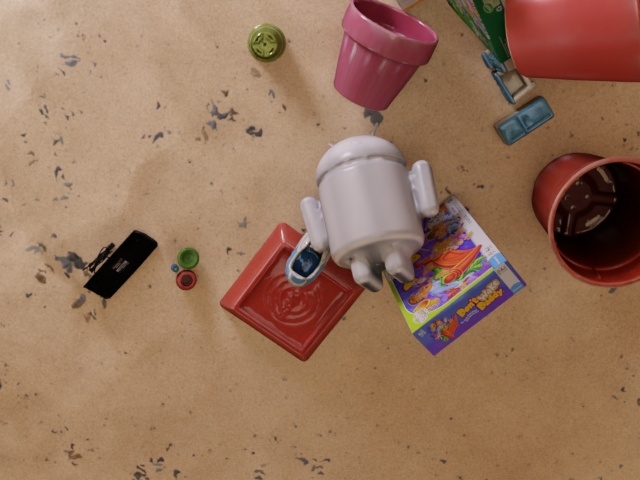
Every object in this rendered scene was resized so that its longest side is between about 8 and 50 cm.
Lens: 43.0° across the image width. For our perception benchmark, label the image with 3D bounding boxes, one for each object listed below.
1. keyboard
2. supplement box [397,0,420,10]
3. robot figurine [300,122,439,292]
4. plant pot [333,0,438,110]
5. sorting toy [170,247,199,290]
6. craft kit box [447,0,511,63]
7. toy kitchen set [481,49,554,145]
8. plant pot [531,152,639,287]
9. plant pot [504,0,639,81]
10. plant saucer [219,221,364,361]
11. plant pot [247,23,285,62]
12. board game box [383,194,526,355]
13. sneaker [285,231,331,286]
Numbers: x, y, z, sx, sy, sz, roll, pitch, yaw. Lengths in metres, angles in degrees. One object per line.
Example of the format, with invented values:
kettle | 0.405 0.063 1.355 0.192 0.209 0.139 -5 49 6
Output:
keyboard | -0.473 0.045 1.886 0.192 0.038 0.100 -46 125 10
supplement box | 0.177 -0.540 1.700 0.062 0.036 0.098 -29 133 7
robot figurine | 0.102 -0.073 1.730 0.300 0.200 0.353 -15 70 13
plant pot | 0.119 -0.380 1.696 0.201 0.201 0.180 22 121 -7
sorting toy | -0.317 0.064 1.888 0.061 0.042 0.101 5 94 -18
craft kit box | 0.278 -0.500 1.577 0.061 0.246 0.250 -31 137 11
toy kitchen set | 0.408 -0.309 1.723 0.122 0.166 0.207 -34 104 8
plant pot | 0.585 -0.069 1.745 0.273 0.265 0.272 0 106 -2
plant pot | 0.488 -0.413 1.503 0.243 0.275 0.274 -2 109 32
plant saucer | -0.063 0.131 1.904 0.259 0.047 0.258 36 102 -10
plant pot | -0.116 -0.418 1.728 0.083 0.079 0.083 -1 106 -2
board game box | 0.264 0.063 1.730 0.233 0.347 0.078 -39 114 9
sneaker | 0.000 0.000 1.822 0.085 0.086 0.237 30 78 -10
